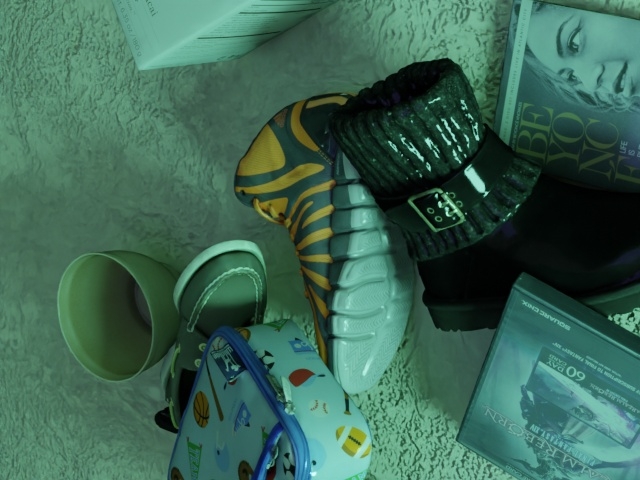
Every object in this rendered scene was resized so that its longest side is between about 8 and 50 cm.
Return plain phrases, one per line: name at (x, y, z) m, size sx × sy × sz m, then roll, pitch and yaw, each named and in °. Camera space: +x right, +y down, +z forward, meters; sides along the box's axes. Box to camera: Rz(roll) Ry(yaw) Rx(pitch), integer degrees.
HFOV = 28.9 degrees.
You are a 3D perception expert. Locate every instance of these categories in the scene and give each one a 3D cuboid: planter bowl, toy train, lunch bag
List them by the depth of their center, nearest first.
lunch bag at (-0.059, 0.245, 1.318) m, size 0.243 × 0.115 × 0.303 m, roll 54°, pitch 138°, yaw 43°
planter bowl at (-0.231, 0.084, 1.538) m, size 0.162 × 0.109 × 0.162 m, roll 9°, pitch 106°, yaw 34°
toy train at (-0.146, 0.241, 1.560) m, size 0.158 × 0.036 × 0.027 m, roll 12°, pitch 108°, yaw 33°

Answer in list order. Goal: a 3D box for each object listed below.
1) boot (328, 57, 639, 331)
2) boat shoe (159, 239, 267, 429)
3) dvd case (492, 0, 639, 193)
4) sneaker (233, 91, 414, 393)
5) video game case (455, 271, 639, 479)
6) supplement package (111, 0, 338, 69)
boot at (0.184, -0.056, 1.150) m, size 0.348 × 0.131 × 0.260 m, roll -13°, pitch 110°, yaw 37°
boat shoe at (-0.118, 0.120, 1.423) m, size 0.305 × 0.109 × 0.091 m, roll 111°, pitch 150°, yaw -47°
dvd case at (0.271, -0.132, 1.181) m, size 0.221 × 0.018 × 0.164 m, roll 19°, pitch 112°, yaw 31°
sneaker at (0.000, 0.000, 1.359) m, size 0.180 × 0.124 × 0.321 m, roll 5°, pitch 94°, yaw 39°
video game case at (0.242, 0.166, 1.183) m, size 0.196 × 0.026 × 0.274 m, roll 30°, pitch 142°, yaw 16°
supplement package at (-0.068, -0.318, 1.280) m, size 0.293 × 0.175 × 0.177 m, roll -24°, pitch 86°, yaw 37°
